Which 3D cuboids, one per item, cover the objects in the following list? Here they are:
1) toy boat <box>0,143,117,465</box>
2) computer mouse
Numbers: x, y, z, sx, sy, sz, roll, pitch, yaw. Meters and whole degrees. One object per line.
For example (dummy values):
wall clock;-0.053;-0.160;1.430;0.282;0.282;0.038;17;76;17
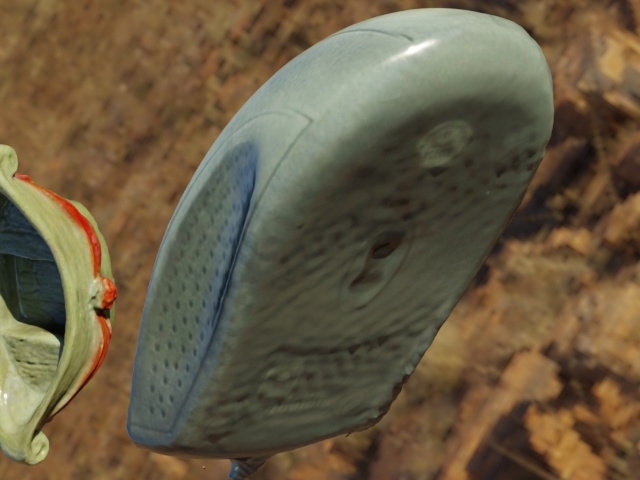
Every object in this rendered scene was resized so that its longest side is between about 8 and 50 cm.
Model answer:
toy boat;-0.159;0.032;1.001;0.089;0.185;0.071;6;17;34
computer mouse;0.000;0.000;1.038;0.122;0.188;0.371;57;135;36
